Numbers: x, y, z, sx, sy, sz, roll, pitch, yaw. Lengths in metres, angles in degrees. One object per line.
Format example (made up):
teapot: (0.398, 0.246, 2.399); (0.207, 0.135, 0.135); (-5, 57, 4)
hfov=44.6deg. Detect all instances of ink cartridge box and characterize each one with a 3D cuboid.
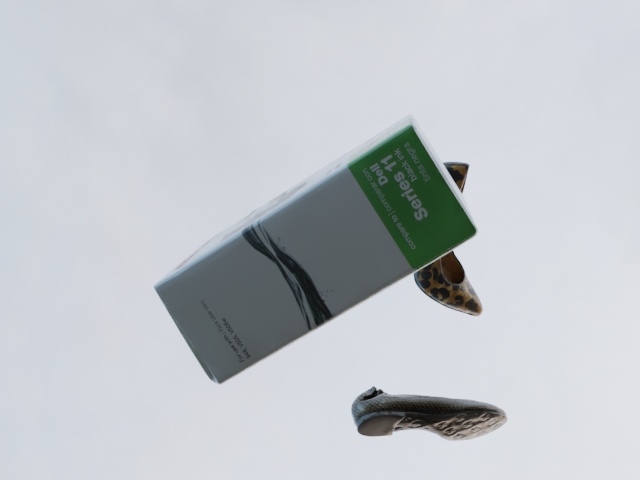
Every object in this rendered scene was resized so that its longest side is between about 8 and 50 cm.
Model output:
ink cartridge box: (0.000, 0.000, 0.574); (0.208, 0.153, 0.087); (-32, -83, 11)

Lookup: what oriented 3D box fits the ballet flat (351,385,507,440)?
ballet flat: (0.152, 0.237, 1.082); (0.250, 0.058, 0.084); (7, -48, -25)

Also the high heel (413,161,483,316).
high heel: (0.221, 0.003, 1.227); (0.186, 0.093, 0.261); (-36, -73, 31)
